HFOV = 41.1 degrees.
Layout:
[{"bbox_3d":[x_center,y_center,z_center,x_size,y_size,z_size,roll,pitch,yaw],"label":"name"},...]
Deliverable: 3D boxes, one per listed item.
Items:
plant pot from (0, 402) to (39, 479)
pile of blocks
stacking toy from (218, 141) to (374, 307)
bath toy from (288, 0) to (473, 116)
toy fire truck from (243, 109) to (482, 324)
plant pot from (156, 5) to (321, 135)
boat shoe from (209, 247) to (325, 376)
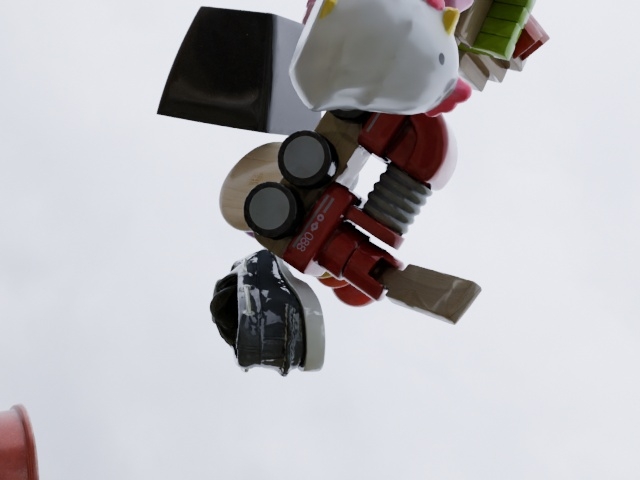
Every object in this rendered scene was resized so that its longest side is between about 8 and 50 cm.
[{"bbox_3d":[-0.529,0.356,1.113,0.272,0.265,0.272,-9,-100,60],"label":"plant pot"},{"bbox_3d":[0.198,-0.312,0.974,0.112,0.149,0.362,22,-28,35],"label":"pile of blocks"},{"bbox_3d":[0.000,0.000,1.266,0.141,0.141,0.330,-5,-34,36],"label":"stacking toy"},{"bbox_3d":[0.065,-0.209,0.688,0.129,0.348,0.151,23,-53,-10],"label":"bath toy"},{"bbox_3d":[0.073,-0.033,0.844,0.246,0.158,0.217,36,-85,16],"label":"toy fire truck"},{"bbox_3d":[-0.106,-0.249,1.261,0.188,0.187,0.167,12,-81,24],"label":"plant pot"},{"bbox_3d":[-0.077,0.069,0.944,0.302,0.091,0.114,-163,-107,-73],"label":"boat shoe"}]
